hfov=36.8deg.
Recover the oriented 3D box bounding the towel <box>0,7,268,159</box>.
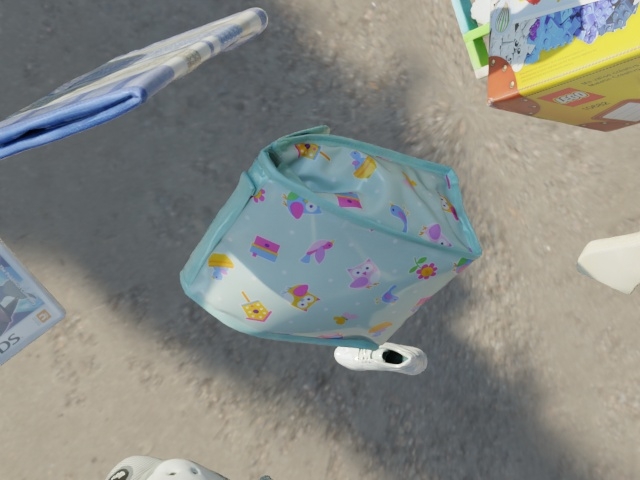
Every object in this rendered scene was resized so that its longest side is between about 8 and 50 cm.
[{"bbox_3d":[-0.181,-0.146,0.897,0.209,0.285,0.034,-14,110,24],"label":"towel"}]

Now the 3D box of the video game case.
[{"bbox_3d":[-0.385,0.059,0.941,0.183,0.023,0.201,-38,117,-5],"label":"video game case"}]

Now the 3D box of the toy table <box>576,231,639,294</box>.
[{"bbox_3d":[0.416,0.024,1.021,0.252,0.274,0.160,35,142,24],"label":"toy table"}]

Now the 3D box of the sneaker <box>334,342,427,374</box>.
[{"bbox_3d":[0.087,0.177,1.500,0.152,0.061,0.053,1,77,27],"label":"sneaker"}]

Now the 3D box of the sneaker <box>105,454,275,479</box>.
[{"bbox_3d":[-0.095,0.175,0.454,0.122,0.330,0.146,-46,63,14],"label":"sneaker"}]

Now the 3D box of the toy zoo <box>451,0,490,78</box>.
[{"bbox_3d":[0.251,-0.390,1.317,0.192,0.030,0.293,-15,94,48],"label":"toy zoo"}]

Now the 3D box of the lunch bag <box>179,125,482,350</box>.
[{"bbox_3d":[0.000,0.000,1.050,0.262,0.160,0.223,13,137,-29],"label":"lunch bag"}]

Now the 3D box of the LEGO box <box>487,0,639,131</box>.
[{"bbox_3d":[0.393,-0.345,0.939,0.193,0.500,0.372,7,81,-27],"label":"LEGO box"}]
